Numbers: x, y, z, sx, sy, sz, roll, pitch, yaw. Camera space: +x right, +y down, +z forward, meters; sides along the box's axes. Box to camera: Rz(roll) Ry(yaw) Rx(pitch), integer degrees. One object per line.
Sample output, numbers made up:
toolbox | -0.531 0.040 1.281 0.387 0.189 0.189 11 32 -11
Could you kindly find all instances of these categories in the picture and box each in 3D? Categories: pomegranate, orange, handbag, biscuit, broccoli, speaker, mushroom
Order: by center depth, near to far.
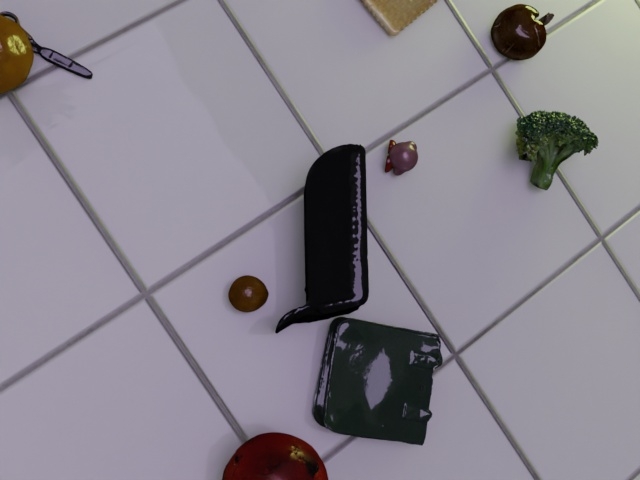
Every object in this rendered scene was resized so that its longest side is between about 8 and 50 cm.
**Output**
orange | -0.642 -0.363 1.594 0.159 0.136 0.158 -3 100 -15
pomegranate | -0.086 0.491 1.607 0.210 0.210 0.235 -20 115 -19
orange | -0.151 0.113 1.713 0.085 0.085 0.084 3 80 -17
speaker | 0.000 0.000 1.727 0.184 0.180 0.388 1 78 -5
handbag | 0.128 0.303 1.766 0.260 0.079 0.247 13 78 -16
broccoli | 0.545 -0.214 1.950 0.220 0.194 0.194 -2 81 -41
biscuit | 0.206 -0.612 1.962 0.250 0.030 0.160 -43 95 -19
mushroom | 0.504 -0.519 2.016 0.171 0.080 0.135 -32 101 -16

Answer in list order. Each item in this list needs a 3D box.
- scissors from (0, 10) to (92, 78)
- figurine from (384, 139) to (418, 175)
scissors | -0.573 -0.389 1.690 0.220 0.017 0.088 26 76 -12
figurine | 0.186 -0.188 1.869 0.071 0.067 0.083 11 94 5
